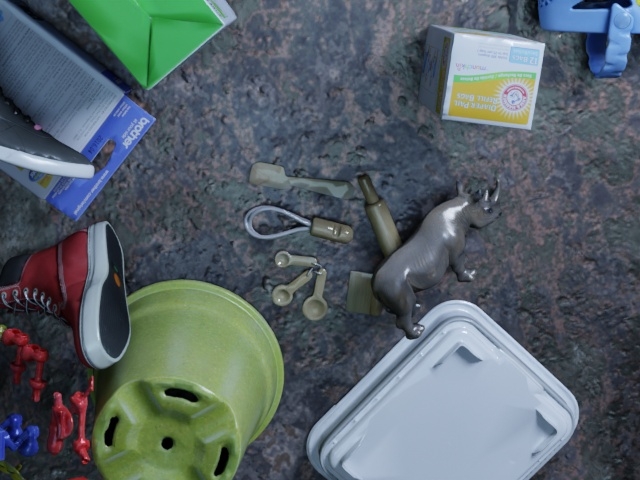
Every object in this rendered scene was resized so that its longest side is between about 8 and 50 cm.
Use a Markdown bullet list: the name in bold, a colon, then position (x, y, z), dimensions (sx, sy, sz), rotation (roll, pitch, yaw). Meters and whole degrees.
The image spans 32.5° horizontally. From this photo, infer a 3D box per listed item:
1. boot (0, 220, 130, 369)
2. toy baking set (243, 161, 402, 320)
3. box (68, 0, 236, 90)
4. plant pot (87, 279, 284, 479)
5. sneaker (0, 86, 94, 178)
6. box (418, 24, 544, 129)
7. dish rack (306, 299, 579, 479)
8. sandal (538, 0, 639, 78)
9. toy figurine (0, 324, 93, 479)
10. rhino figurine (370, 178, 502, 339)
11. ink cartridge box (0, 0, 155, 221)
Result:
- **boot**: position (-0.341, 0.090, 1.406), dimensions (0.176, 0.244, 0.088), rotation (-20, 130, 3)
- **toy baking set**: position (0.007, -0.001, 1.492), dimensions (0.197, 0.030, 0.256), rotation (-18, 104, 3)
- **box**: position (-0.229, -0.327, 1.304), dimensions (0.127, 0.231, 0.262), rotation (-39, 102, 8)
- **plant pot**: position (-0.186, 0.215, 1.425), dimensions (0.276, 0.254, 0.276), rotation (0, 103, -2)
- **sneaker**: position (-0.400, -0.177, 1.341), dimensions (0.296, 0.104, 0.146), rotation (21, 87, -16)
- **box**: position (0.194, -0.205, 1.360), dimensions (0.114, 0.203, 0.103), rotation (6, 103, -3)
- **dish rack**: position (0.177, 0.280, 1.547), dimensions (0.285, 0.072, 0.333), rotation (42, 98, -10)
- **sandal**: position (0.322, -0.318, 1.383), dimensions (0.317, 0.126, 0.138), rotation (38, 104, -8)
- **toy figurine**: position (-0.464, 0.210, 1.341), dimensions (0.217, 0.363, 0.191), rotation (-1, 107, -46)
- **rhino figurine**: position (0.163, 0.009, 1.466), dimensions (0.243, 0.073, 0.106), rotation (-48, 120, -6)
- **ink cartridge box**: position (-0.385, -0.189, 1.420), dimensions (0.311, 0.065, 0.185), rotation (38, 101, -7)
